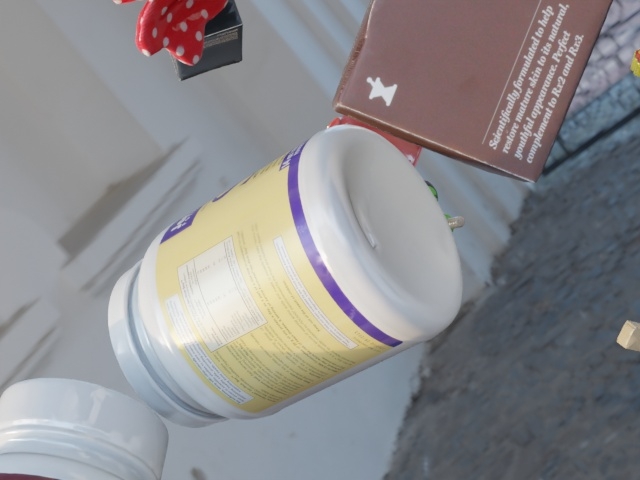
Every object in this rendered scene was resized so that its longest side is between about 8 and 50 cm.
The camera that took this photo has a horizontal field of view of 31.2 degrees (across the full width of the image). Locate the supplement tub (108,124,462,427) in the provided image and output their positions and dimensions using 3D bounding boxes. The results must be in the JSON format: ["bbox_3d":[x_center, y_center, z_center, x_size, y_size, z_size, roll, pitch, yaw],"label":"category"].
[{"bbox_3d":[-0.042,0.050,1.232,0.331,0.241,0.241,-29,15,29],"label":"supplement tub"}]

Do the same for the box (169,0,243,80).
[{"bbox_3d":[-0.189,-0.367,1.522,0.103,0.261,0.184,-19,-3,-8],"label":"box"}]

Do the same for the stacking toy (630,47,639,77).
[{"bbox_3d":[0.433,-0.214,1.111,0.167,0.221,0.052,97,-178,-46],"label":"stacking toy"}]

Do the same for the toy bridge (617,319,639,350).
[{"bbox_3d":[0.345,0.126,1.033,0.188,0.063,0.026,48,120,57],"label":"toy bridge"}]

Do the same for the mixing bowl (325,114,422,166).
[{"bbox_3d":[0.041,-0.091,1.426,0.181,0.098,0.181,-57,12,19],"label":"mixing bowl"}]

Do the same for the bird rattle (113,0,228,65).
[{"bbox_3d":[-0.082,-0.234,0.856,0.207,0.143,0.253,-35,-16,2],"label":"bird rattle"}]

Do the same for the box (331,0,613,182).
[{"bbox_3d":[0.115,-0.156,0.943,0.203,0.167,0.169,-95,27,-84],"label":"box"}]

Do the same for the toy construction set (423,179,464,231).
[{"bbox_3d":[0.000,0.000,1.724,0.309,0.257,0.237,-51,21,-25],"label":"toy construction set"}]

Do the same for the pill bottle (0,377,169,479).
[{"bbox_3d":[-0.282,0.349,1.125,0.224,0.224,0.392,-31,38,42],"label":"pill bottle"}]
